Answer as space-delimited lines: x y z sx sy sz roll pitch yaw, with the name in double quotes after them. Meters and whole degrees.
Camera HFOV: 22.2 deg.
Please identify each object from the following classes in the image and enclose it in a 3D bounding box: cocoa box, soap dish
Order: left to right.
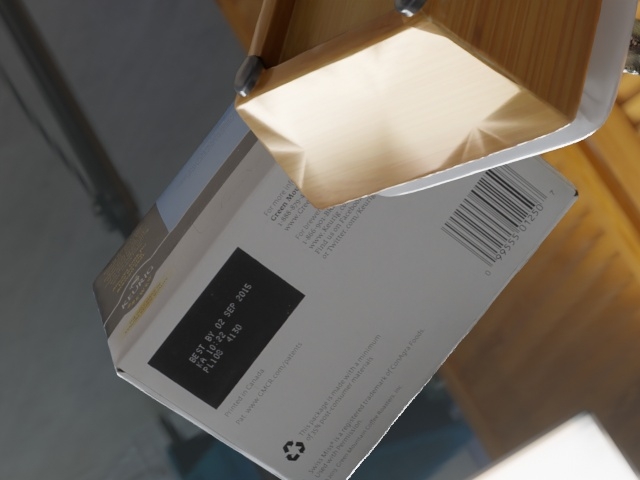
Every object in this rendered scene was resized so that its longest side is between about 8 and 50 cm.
0.000 0.000 1.404 0.347 0.231 0.228 -52 -160 4 "cocoa box"
0.071 -0.176 0.870 0.118 0.290 0.229 24 159 -26 "soap dish"

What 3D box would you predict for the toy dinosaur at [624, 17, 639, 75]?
0.275 -0.152 0.852 0.268 0.118 0.064 -6 -174 27 "toy dinosaur"
